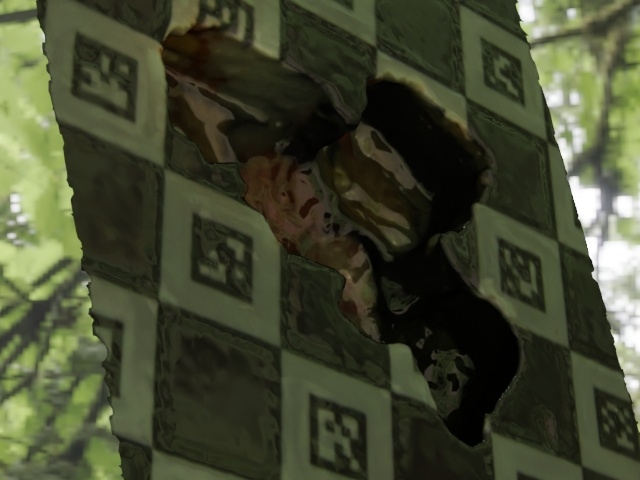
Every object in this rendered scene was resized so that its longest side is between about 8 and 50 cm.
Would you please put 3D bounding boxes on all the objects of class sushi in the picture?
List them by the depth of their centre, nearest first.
[{"bbox_3d":[0.000,0.000,0.778,0.339,0.069,0.320,7,-119,-44],"label":"sushi"}]
